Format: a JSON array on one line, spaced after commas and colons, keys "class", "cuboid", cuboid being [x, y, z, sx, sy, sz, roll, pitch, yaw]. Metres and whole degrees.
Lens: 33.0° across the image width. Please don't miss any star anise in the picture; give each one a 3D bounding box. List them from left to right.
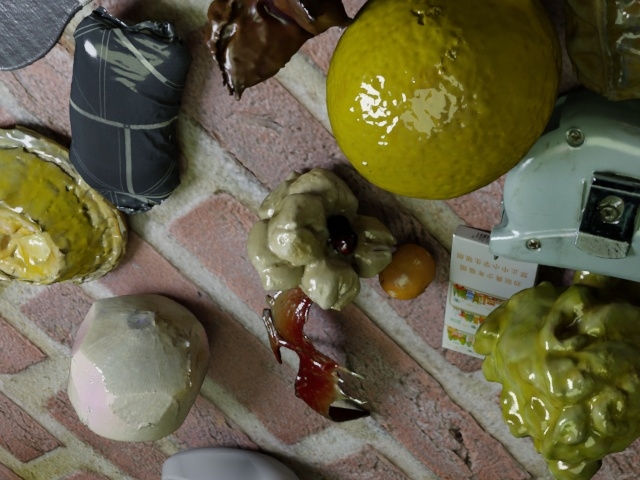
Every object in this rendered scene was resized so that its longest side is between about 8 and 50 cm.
[{"class": "star anise", "cuboid": [-0.065, -0.286, 1.167, 0.237, 0.346, 0.148, -48, 139, 3]}]

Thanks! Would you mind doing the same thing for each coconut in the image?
[{"class": "coconut", "cuboid": [-0.286, 0.195, 1.697, 0.227, 0.227, 0.230, 22, 140, 2]}]

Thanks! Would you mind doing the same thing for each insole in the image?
[{"class": "insole", "cuboid": [-0.360, -0.310, 1.413, 0.309, 0.012, 0.110, -24, 117, 37]}]

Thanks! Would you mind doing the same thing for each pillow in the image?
[{"class": "pillow", "cuboid": [-0.258, -0.166, 1.446, 0.162, 0.092, 0.335, 18, 136, 1]}]

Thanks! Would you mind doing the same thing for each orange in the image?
[{"class": "orange", "cuboid": [0.120, 0.045, 1.492, 0.070, 0.083, 0.083, 51, 134, 9]}]

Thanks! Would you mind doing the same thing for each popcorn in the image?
[{"class": "popcorn", "cuboid": [0.333, 0.163, 1.362, 0.235, 0.250, 0.241, 14, 132, -26]}]

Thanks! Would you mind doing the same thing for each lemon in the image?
[{"class": "lemon", "cuboid": [0.132, -0.172, 1.175, 0.267, 0.267, 0.267, 11, 134, 12]}]

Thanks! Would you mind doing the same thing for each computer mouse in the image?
[{"class": "computer mouse", "cuboid": [-0.142, 0.437, 1.933, 0.297, 0.121, 0.184, 5, 143, 37]}]

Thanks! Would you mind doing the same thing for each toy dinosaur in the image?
[{"class": "toy dinosaur", "cuboid": [0.016, 0.176, 1.659, 0.207, 0.113, 0.327, 2, 125, 55]}]

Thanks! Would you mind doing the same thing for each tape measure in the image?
[{"class": "tape measure", "cuboid": [0.332, -0.055, 1.283, 0.243, 0.125, 0.246, 10, 134, 14]}]

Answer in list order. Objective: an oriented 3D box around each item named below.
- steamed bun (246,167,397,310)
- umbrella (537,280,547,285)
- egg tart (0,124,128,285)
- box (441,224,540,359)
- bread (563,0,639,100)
[{"class": "steamed bun", "cuboid": [0.000, 0.000, 1.423, 0.177, 0.192, 0.106, 45, 147, -7]}, {"class": "umbrella", "cuboid": [0.366, 0.096, 1.478, 0.165, 0.025, 0.027, 22, 160, 4]}, {"class": "egg tart", "cuboid": [-0.441, -0.029, 1.625, 0.315, 0.120, 0.315, 13, 136, 13]}, {"class": "box", "cuboid": [0.237, 0.084, 1.506, 0.122, 0.032, 0.220, 16, 134, 17]}, {"class": "bread", "cuboid": [0.315, -0.271, 1.093, 0.152, 0.130, 0.267, 7, 133, 28]}]
